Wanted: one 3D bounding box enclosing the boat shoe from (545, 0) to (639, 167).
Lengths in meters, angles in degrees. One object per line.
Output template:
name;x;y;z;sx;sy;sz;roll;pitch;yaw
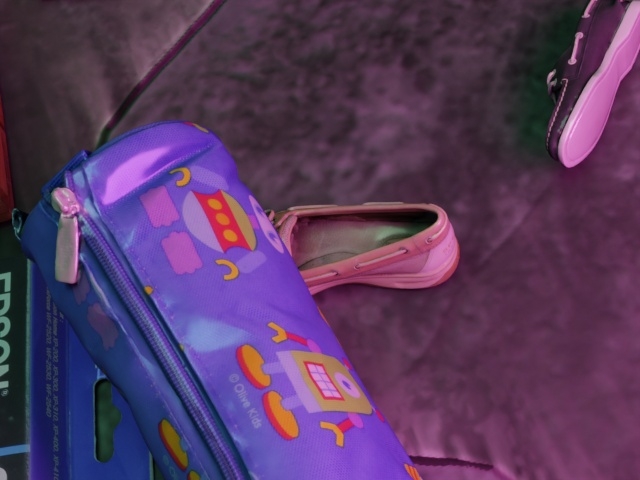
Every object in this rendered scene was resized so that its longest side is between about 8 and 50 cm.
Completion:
boat shoe;0.152;-0.095;0.848;0.038;0.046;0.125;16;62;24

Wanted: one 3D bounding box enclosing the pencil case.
pencil case;-0.047;0.073;0.732;0.119;0.133;0.306;-43;61;20

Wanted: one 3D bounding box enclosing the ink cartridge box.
ink cartridge box;-0.199;0.109;0.824;0.208;0.045;0.206;-12;57;7

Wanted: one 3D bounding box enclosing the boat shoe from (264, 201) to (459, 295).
boat shoe;0.000;0.002;0.830;0.153;0.048;0.056;0;59;16

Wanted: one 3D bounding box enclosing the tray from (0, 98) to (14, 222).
tray;-0.414;-0.045;0.965;0.411;0.076;0.202;-18;56;4
